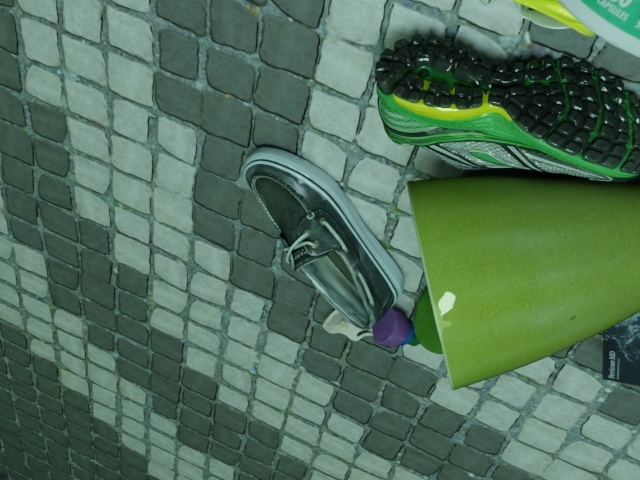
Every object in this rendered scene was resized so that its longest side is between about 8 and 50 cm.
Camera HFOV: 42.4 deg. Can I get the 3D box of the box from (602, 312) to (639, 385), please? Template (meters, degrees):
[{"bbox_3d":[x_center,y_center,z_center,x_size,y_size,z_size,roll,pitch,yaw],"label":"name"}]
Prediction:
[{"bbox_3d":[0.478,0.125,1.140,0.158,0.093,0.155,7,133,26],"label":"box"}]

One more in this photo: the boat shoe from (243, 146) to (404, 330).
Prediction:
[{"bbox_3d":[0.000,0.000,1.272,0.335,0.119,0.121,45,137,-12],"label":"boat shoe"}]

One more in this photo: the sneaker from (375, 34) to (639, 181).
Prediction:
[{"bbox_3d":[0.236,-0.147,1.018,0.344,0.134,0.146,19,154,14],"label":"sneaker"}]

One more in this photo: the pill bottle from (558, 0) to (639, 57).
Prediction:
[{"bbox_3d":[0.357,-0.343,0.684,0.204,0.204,0.361,30,138,1],"label":"pill bottle"}]

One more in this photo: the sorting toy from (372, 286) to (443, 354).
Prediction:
[{"bbox_3d":[0.250,0.126,1.289,0.366,0.127,0.126,-17,149,42],"label":"sorting toy"}]

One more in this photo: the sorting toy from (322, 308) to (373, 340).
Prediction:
[{"bbox_3d":[0.061,0.150,1.442,0.083,0.044,0.075,-15,128,38],"label":"sorting toy"}]

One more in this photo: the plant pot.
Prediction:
[{"bbox_3d":[0.282,0.026,1.045,0.294,0.274,0.274,-13,126,8],"label":"plant pot"}]

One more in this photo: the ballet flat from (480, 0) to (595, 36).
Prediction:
[{"bbox_3d":[0.219,-0.287,0.918,0.231,0.077,0.077,24,154,6],"label":"ballet flat"}]
